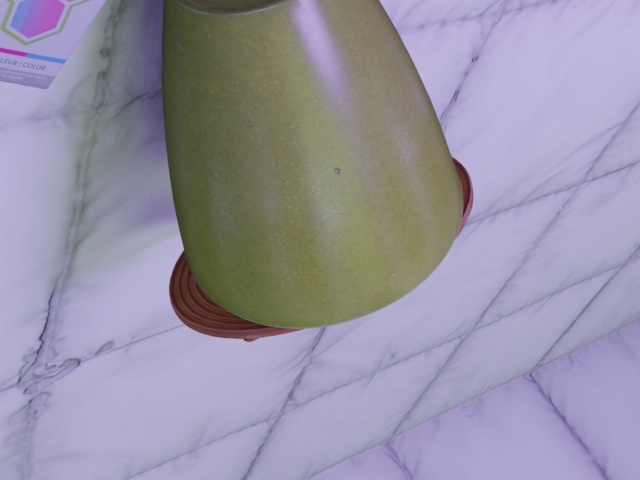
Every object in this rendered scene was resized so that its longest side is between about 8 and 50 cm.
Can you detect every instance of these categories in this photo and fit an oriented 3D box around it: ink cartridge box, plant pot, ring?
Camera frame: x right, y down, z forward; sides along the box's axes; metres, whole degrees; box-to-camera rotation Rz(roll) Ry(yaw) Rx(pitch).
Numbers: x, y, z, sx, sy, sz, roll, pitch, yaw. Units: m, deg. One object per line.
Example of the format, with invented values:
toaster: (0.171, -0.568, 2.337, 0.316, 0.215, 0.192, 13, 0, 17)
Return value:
ink cartridge box: (-0.195, -0.206, 0.731, 0.109, 0.062, 0.209, 3, 136, -52)
plant pot: (-0.028, -0.119, 0.913, 0.274, 0.275, 0.293, -29, 139, -11)
ring: (0.000, 0.000, 1.100, 0.336, 0.336, 0.032, -29, 117, -12)
